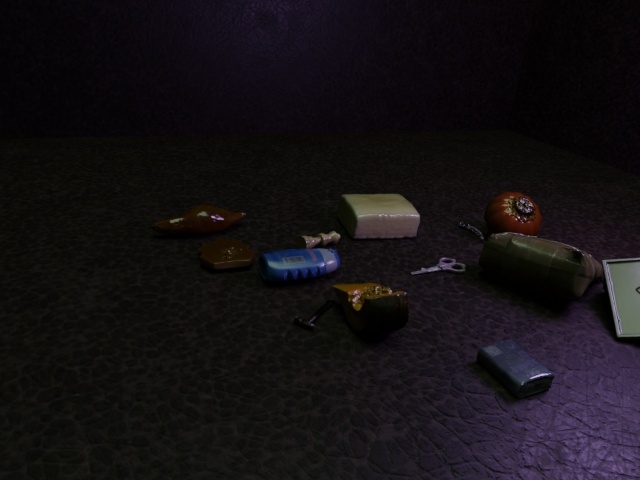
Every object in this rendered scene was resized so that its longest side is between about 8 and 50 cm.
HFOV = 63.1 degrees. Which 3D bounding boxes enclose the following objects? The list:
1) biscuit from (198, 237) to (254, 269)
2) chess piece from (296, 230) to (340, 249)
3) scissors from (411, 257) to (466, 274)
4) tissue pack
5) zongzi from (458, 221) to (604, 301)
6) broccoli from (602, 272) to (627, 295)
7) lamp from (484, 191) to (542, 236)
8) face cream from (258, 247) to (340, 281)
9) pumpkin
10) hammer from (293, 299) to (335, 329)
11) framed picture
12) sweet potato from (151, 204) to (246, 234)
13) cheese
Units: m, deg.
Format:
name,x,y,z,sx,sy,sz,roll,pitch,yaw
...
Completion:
name,x,y,z,sx,sy,sz,roll,pitch,yaw
biscuit,-0.323,0.044,1.759,0.182,0.034,0.215,-5,24,-22
chess piece,0.000,-0.001,1.896,0.172,0.060,0.060,-11,29,-35
scissors,0.402,0.095,1.802,0.212,0.021,0.110,-7,25,-27
tissue pack,0.484,0.317,1.303,0.112,0.051,0.156,-9,28,-22
zongzi,0.724,0.062,1.793,0.447,0.181,0.418,22,14,39
broccoli,0.991,0.136,1.668,0.167,0.160,0.154,12,47,-28
lamp,0.760,-0.088,2.057,0.223,0.196,0.223,4,63,-8
face cream,-0.062,0.074,1.683,0.264,0.083,0.149,-6,28,-22
pumpkin,0.137,0.189,1.449,0.131,0.125,0.248,-12,10,-17
hammer,-0.007,0.203,1.490,0.065,0.021,0.178,16,26,25
framed picture,0.973,0.165,1.546,0.213,0.016,0.289,-6,46,22
sweet potato,-0.430,-0.076,1.914,0.359,0.112,0.112,-10,29,-36
cheese,0.226,-0.101,2.076,0.266,0.123,0.242,-1,22,-15
